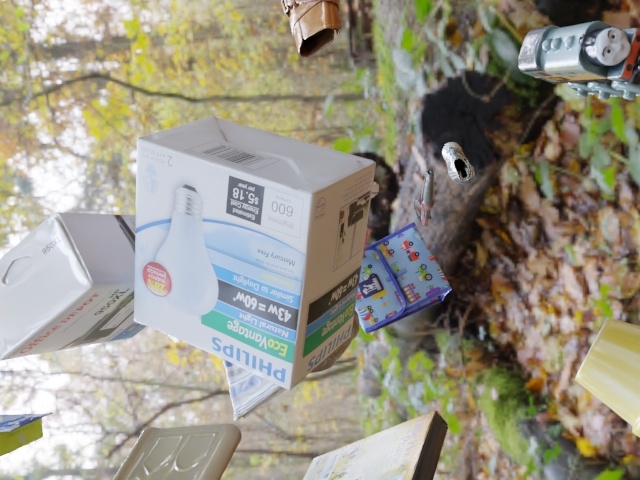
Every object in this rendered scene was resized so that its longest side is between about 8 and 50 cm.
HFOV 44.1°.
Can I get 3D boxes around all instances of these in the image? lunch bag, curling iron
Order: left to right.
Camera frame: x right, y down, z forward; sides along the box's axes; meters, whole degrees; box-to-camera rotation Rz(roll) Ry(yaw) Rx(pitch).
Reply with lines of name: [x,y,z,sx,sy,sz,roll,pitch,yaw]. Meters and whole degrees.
lunch bag: [0.181,0.119,2.227,0.220,0.293,0.138,62,169,16]
curling iron: [0.235,-0.099,1.786,0.274,0.035,0.068,73,177,-72]

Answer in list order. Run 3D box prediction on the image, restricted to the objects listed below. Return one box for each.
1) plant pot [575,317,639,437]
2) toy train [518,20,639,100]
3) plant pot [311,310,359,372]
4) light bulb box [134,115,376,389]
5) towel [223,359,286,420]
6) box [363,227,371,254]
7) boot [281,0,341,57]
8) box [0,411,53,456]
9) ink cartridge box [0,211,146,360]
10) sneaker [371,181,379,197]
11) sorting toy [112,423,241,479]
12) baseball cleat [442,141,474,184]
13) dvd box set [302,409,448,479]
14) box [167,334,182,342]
plant pot: [0.715,0.299,1.760,0.254,0.239,0.254,-48,-26,-33]
toy train: [0.546,-0.370,1.601,0.334,0.190,0.142,-137,61,-74]
plant pot: [-0.028,0.229,1.794,0.237,0.238,0.109,81,-174,-58]
light bulb box: [-0.124,0.009,1.391,0.225,0.358,0.360,-31,-47,-54]
towel: [-0.194,0.396,2.386,0.034,0.209,0.285,52,-172,-31]
box: [0.000,0.000,2.062,0.257,0.128,0.122,0,-66,-51]
boot: [-0.035,-0.433,1.407,0.283,0.109,0.220,-16,85,66]
box: [-0.500,0.287,1.167,0.109,0.178,0.042,-11,-85,-75]
ink cartridge box: [-0.457,0.087,1.618,0.166,0.285,0.395,59,-158,14]
sneaker: [0.008,-0.072,1.887,0.102,0.282,0.160,36,128,56]
sorting toy: [-0.270,0.430,1.270,0.041,0.229,0.307,55,-136,-28]
baseball cleat: [0.399,-0.193,2.241,0.206,0.072,0.109,41,-157,-52]
dvd box set: [0.096,0.586,1.888,0.062,0.420,0.307,50,-146,-12]
box: [-0.436,0.108,2.414,0.293,0.295,0.073,48,154,-14]
